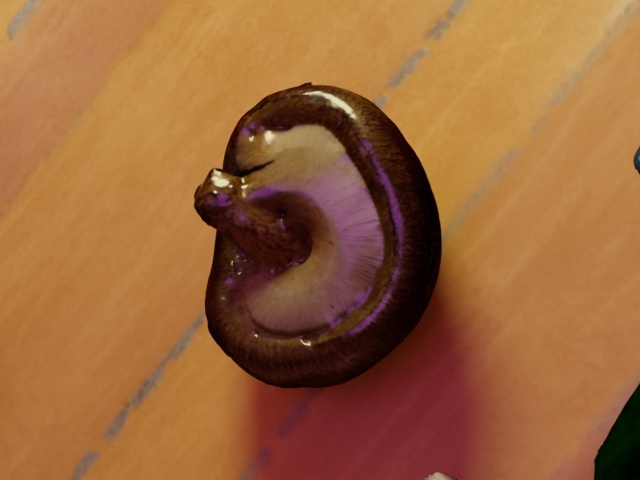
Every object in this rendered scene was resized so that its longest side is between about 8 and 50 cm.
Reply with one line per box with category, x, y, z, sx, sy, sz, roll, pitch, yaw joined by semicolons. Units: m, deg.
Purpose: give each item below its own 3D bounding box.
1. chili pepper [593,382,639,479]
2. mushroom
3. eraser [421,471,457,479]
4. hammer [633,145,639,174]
chili pepper;0.299;0.136;1.190;0.261;0.165;0.174;-50;28;13
mushroom;0.005;0.000;1.406;0.194;0.138;0.231;15;93;15
eraser;0.126;0.276;1.295;0.210;0.068;0.124;39;91;29
hammer;0.285;-0.007;1.309;0.116;0.069;0.194;-44;54;9
